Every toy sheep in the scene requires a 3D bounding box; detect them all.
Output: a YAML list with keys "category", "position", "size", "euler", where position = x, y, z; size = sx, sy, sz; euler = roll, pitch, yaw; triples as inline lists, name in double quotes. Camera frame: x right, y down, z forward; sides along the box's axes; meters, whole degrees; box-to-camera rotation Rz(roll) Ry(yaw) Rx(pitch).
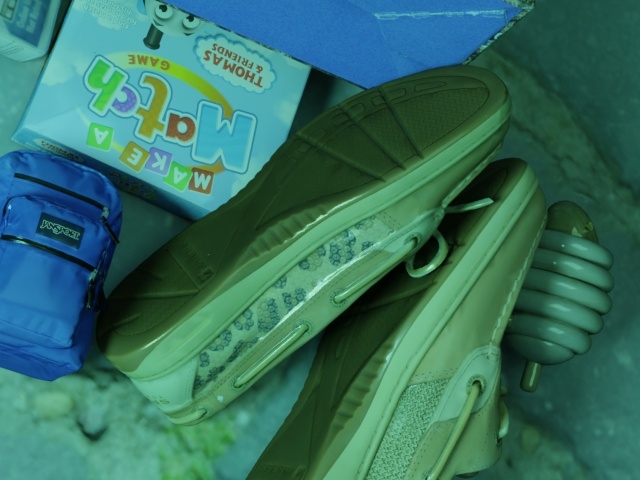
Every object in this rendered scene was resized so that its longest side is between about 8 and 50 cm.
- category: "toy sheep"
  position: [0.152, 0.037, 1.038]
  size: [0.091, 0.091, 0.132]
  euler: [17, 86, -20]

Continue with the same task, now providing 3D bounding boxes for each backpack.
- category: "backpack"
  position: [-0.162, 0.009, 0.893]
  size: [0.098, 0.101, 0.120]
  euler: [24, 67, -25]

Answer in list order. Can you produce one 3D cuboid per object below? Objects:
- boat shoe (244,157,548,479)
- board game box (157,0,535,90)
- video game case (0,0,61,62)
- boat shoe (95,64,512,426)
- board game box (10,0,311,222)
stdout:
- category: "boat shoe"
  position: [0.055, 0.104, 0.967]
  size: [0.110, 0.122, 0.341]
  euler: [37, 77, -18]
- category: "board game box"
  position: [0.014, -0.270, 0.974]
  size: [0.232, 0.141, 0.291]
  euler: [22, 59, -20]
- category: "video game case"
  position: [-0.248, -0.312, 0.901]
  size: [0.300, 0.036, 0.329]
  euler: [25, 69, -39]
- category: "boat shoe"
  position: [0.000, 0.000, 0.934]
  size: [0.285, 0.104, 0.089]
  euler: [-34, 124, 2]
- category: "board game box"
  position: [-0.084, -0.127, 0.989]
  size: [0.160, 0.039, 0.211]
  euler: [24, 71, -18]
